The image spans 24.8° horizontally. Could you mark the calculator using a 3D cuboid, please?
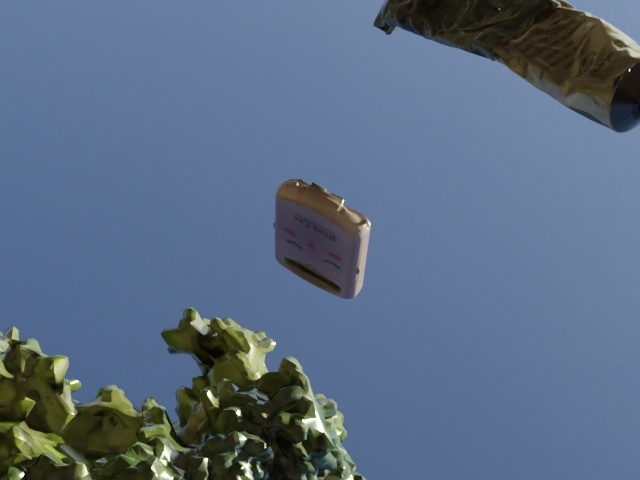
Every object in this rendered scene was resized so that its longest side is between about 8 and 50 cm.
[{"bbox_3d":[0.000,0.000,1.438,0.100,0.175,0.032,29,-117,13],"label":"calculator"}]

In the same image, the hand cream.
[{"bbox_3d":[0.130,-0.131,0.941,0.075,0.052,0.248,-45,-136,-9],"label":"hand cream"}]

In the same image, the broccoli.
[{"bbox_3d":[-0.129,0.180,0.875,0.317,0.277,0.338,20,-151,16],"label":"broccoli"}]
